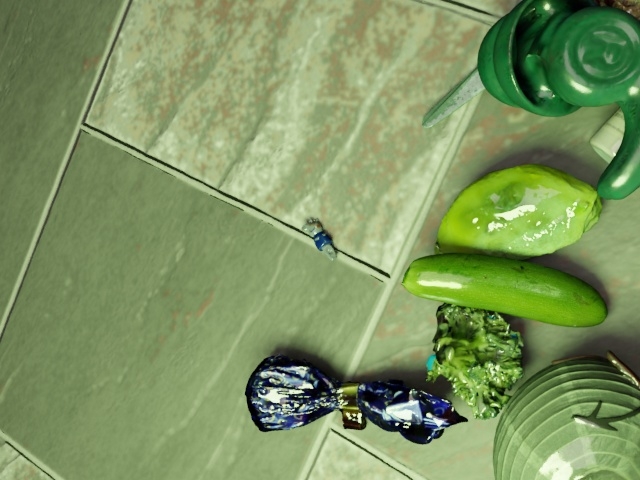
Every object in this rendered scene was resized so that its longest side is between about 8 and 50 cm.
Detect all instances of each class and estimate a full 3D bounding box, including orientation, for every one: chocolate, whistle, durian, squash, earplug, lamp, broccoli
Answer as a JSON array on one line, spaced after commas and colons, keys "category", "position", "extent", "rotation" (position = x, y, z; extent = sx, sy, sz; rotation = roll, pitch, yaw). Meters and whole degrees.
[{"category": "chocolate", "position": [0.061, 0.251, 1.055], "extent": [0.343, 0.148, 0.126], "rotation": [0, 43, 24]}, {"category": "whistle", "position": [0.000, 0.000, 1.140], "extent": [0.033, 0.029, 0.083], "rotation": [-30, 69, -15]}, {"category": "durian", "position": [0.275, -0.037, 0.988], "extent": [0.250, 0.101, 0.139], "rotation": [-11, 84, 26]}, {"category": "squash", "position": [0.263, 0.065, 0.967], "extent": [0.292, 0.082, 0.082], "rotation": [11, 91, 4]}, {"category": "earplug", "position": [0.334, -0.212, 0.914], "extent": [0.164, 0.257, 0.280], "rotation": [-40, 28, -10]}, {"category": "lamp", "position": [0.338, 0.276, 0.883], "extent": [0.233, 0.233, 0.265], "rotation": [-8, 105, 22]}, {"category": "broccoli", "position": [0.211, 0.165, 0.975], "extent": [0.154, 0.160, 0.167], "rotation": [5, 79, 47]}]

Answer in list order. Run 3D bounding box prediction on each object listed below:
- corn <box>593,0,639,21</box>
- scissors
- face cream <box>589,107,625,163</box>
[{"category": "corn", "position": [0.440, -0.298, 0.874], "extent": [0.098, 0.098, 0.290], "rotation": [-39, 56, 16]}, {"category": "scissors", "position": [0.329, -0.316, 1.020], "extent": [0.447, 0.029, 0.193], "rotation": [-39, 73, 16]}, {"category": "face cream", "position": [0.490, -0.210, 0.920], "extent": [0.269, 0.082, 0.082], "rotation": [-47, 72, 13]}]
